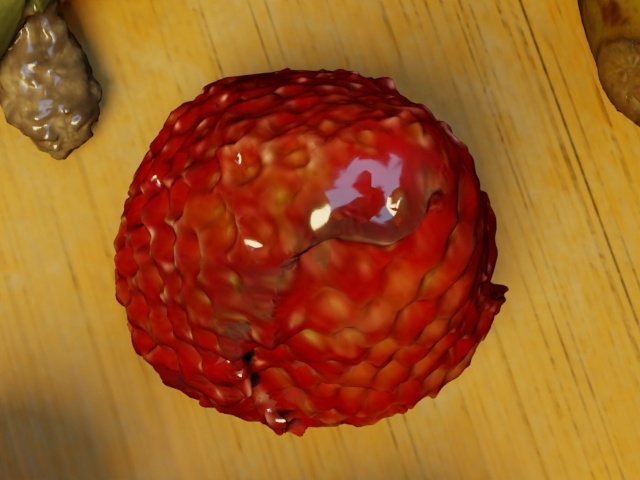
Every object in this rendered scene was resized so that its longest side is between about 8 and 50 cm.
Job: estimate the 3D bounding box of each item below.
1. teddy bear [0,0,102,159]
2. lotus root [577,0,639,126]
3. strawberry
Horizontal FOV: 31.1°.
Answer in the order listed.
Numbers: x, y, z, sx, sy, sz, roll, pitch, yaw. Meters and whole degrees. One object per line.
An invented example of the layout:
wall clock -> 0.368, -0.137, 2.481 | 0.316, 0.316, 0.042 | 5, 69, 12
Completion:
teddy bear -> -0.175, -0.129, 0.561 | 0.223, 0.246, 0.296 | -10, 41, 17
lotus root -> 0.252, -0.192, 0.671 | 0.193, 0.193, 0.291 | 30, 79, -4
strawberry -> 0.000, 0.000, 0.549 | 0.205, 0.244, 0.205 | 2, 81, -10
